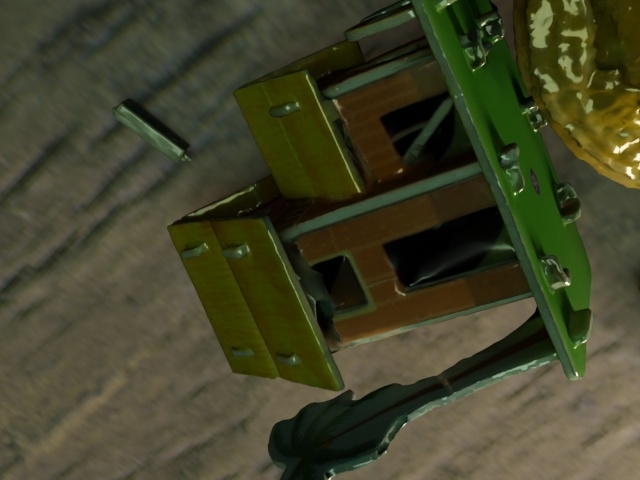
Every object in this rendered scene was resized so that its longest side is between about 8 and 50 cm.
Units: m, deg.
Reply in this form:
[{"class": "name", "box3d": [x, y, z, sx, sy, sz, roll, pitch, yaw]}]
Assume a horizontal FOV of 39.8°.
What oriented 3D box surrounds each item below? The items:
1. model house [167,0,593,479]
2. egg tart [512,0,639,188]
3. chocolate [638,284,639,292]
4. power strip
[{"class": "model house", "box3d": [0.000, 0.000, 0.653, 0.324, 0.340, 0.300, -19, 106, 26]}, {"class": "egg tart", "box3d": [0.277, -0.173, 0.620, 0.294, 0.123, 0.293, -3, 102, -15]}, {"class": "chocolate", "box3d": [0.367, -0.011, 0.741, 0.086, 0.085, 0.219, 41, 115, -8]}, {"class": "power strip", "box3d": [-0.150, -0.098, 0.797, 0.083, 0.027, 0.017, 36, 110, -9]}]
